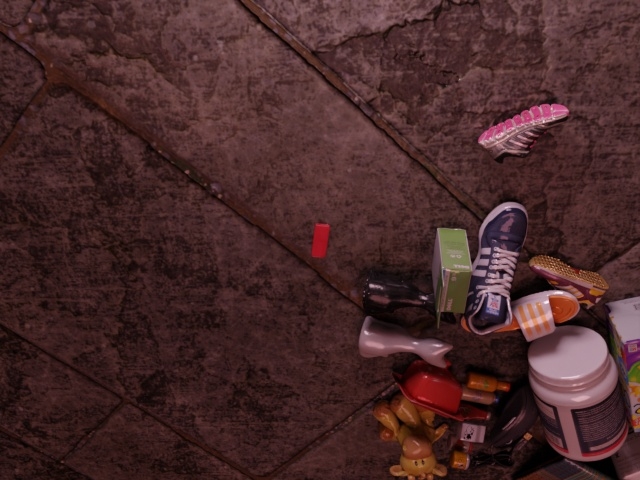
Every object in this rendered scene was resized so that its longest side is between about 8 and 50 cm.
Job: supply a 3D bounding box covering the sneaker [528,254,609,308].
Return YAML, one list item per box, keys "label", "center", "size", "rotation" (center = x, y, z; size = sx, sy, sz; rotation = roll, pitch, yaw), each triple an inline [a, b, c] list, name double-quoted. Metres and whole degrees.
- label: "sneaker"
  center: [0.524, 0.097, 1.435]
  size: [0.185, 0.069, 0.084]
  rotation: [20, 121, -7]

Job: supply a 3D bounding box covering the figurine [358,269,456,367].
- label: "figurine"
  center: [0.197, 0.184, 1.470]
  size: [0.209, 0.092, 0.215]
  rotation: [11, 124, 13]

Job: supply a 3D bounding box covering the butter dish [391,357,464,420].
- label: "butter dish"
  center: [0.270, 0.331, 1.569]
  size: [0.160, 0.160, 0.118]
  rotation: [24, 97, -11]

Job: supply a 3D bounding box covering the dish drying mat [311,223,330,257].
- label: "dish drying mat"
  center: [0.000, 0.000, 1.442]
  size: [0.032, 0.008, 0.083]
  rotation: [7, 121, -2]

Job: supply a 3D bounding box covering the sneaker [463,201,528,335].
- label: "sneaker"
  center: [0.367, 0.069, 1.377]
  size: [0.099, 0.153, 0.282]
  rotation: [13, 122, -5]

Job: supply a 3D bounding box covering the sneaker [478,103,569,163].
- label: "sneaker"
  center: [0.392, -0.199, 1.263]
  size: [0.170, 0.063, 0.075]
  rotation: [-23, 118, 22]

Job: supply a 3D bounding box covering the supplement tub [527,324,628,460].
- label: "supplement tub"
  center: [0.585, 0.349, 1.517]
  size: [0.191, 0.191, 0.272]
  rotation: [-16, 120, 13]

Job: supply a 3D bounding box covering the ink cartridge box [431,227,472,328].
- label: "ink cartridge box"
  center: [0.267, 0.074, 1.353]
  size: [0.062, 0.209, 0.109]
  rotation: [5, 123, 3]

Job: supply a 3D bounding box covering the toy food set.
- label: "toy food set"
  center: [0.382, 0.440, 1.618]
  size: [0.104, 0.111, 0.232]
  rotation: [11, 83, -4]

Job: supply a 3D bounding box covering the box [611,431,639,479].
- label: "box"
  center: [0.862, 0.575, 1.684]
  size: [0.181, 0.119, 0.182]
  rotation: [-33, 114, 22]

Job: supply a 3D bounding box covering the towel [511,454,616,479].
- label: "towel"
  center: [0.719, 0.676, 1.712]
  size: [0.370, 0.040, 0.271]
  rotation: [29, 143, 1]

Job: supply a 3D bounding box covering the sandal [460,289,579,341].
- label: "sandal"
  center: [0.438, 0.185, 1.461]
  size: [0.265, 0.076, 0.102]
  rotation: [-18, 127, 30]

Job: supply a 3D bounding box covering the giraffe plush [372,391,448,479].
- label: "giraffe plush"
  center: [0.231, 0.503, 1.647]
  size: [0.181, 0.170, 0.210]
  rotation: [-25, 117, 18]

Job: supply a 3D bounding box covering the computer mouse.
- label: "computer mouse"
  center: [0.497, 0.477, 1.655]
  size: [0.184, 0.060, 0.262]
  rotation: [19, 107, -40]

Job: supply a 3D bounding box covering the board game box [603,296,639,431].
- label: "board game box"
  center: [0.742, 0.274, 1.489]
  size: [0.144, 0.142, 0.275]
  rotation: [-14, 120, 12]
